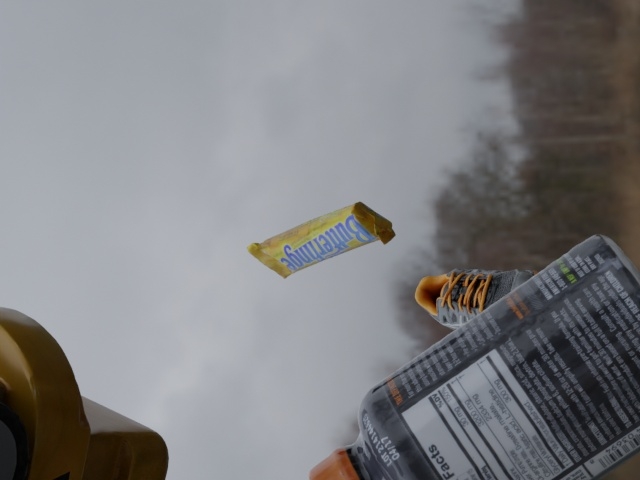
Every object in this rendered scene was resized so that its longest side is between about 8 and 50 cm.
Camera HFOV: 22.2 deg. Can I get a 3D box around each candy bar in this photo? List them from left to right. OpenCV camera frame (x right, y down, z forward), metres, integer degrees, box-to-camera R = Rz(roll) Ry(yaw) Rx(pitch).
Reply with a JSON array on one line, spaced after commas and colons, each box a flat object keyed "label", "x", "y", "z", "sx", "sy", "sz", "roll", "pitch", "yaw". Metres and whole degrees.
[{"label": "candy bar", "x": 0.000, "y": 0.000, "z": 1.162, "sx": 0.161, "sy": 0.040, "sz": 0.018, "roll": -20, "pitch": 35, "yaw": 58}]

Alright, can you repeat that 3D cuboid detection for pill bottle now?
[{"label": "pill bottle", "x": 0.114, "y": 0.114, "z": 1.032, "sx": 0.130, "sy": 0.246, "sz": 0.130, "roll": 55, "pitch": -174, "yaw": -8}]

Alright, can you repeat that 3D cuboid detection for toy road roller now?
[{"label": "toy road roller", "x": -0.238, "y": 0.206, "z": 1.064, "sx": 0.240, "sy": 0.202, "sz": 0.329, "roll": 5, "pitch": -80, "yaw": -47}]

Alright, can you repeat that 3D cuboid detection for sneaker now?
[{"label": "sneaker", "x": 0.174, "y": 0.067, "z": 1.810, "sx": 0.215, "sy": 0.083, "sz": 0.084, "roll": -22, "pitch": 46, "yaw": 68}]
